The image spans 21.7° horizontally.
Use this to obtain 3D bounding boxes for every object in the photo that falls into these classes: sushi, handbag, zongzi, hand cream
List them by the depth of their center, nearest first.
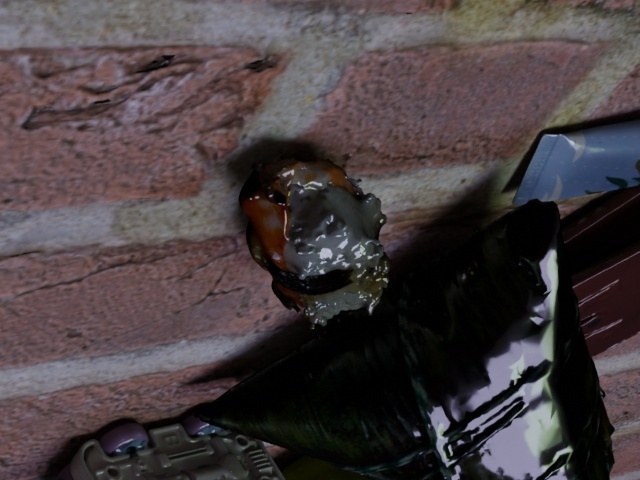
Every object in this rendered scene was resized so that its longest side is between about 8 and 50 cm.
[{"bbox_3d":[0.003,0.002,1.282,0.097,0.103,0.226,-44,159,-12],"label":"sushi"},{"bbox_3d":[0.299,-0.082,1.507,0.271,0.058,0.091,-11,145,-26],"label":"hand cream"},{"bbox_3d":[0.088,0.155,1.546,0.362,0.319,0.383,-21,138,4],"label":"zongzi"},{"bbox_3d":[0.345,0.010,1.695,0.276,0.084,0.260,-30,157,-2],"label":"handbag"}]

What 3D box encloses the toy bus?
[{"bbox_3d":[-0.141,0.250,1.520,0.203,0.142,0.142,-7,145,-42],"label":"toy bus"}]

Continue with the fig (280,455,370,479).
[{"bbox_3d":[0.016,0.299,1.775,0.234,0.167,0.167,-3,150,-5],"label":"fig"}]
